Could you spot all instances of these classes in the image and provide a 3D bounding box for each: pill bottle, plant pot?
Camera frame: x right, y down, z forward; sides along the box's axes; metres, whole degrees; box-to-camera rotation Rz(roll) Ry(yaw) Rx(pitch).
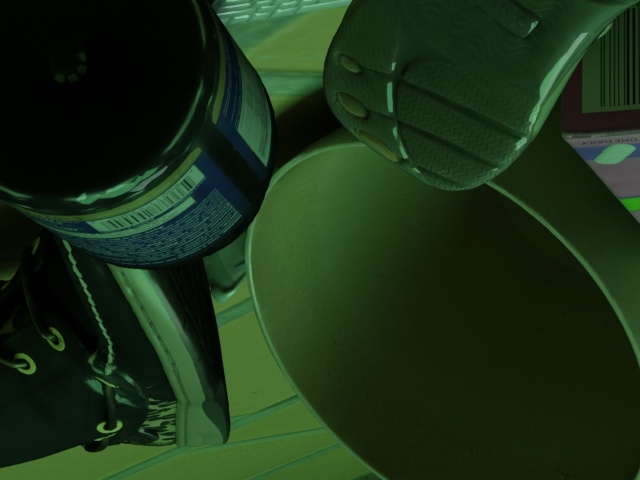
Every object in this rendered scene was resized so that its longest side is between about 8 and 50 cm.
[{"bbox_3d":[-0.086,-0.053,0.876,0.122,0.123,0.219,-17,168,5],"label":"pill bottle"},{"bbox_3d":[0.123,0.014,1.214,0.191,0.284,0.284,-43,-173,-39],"label":"plant pot"}]

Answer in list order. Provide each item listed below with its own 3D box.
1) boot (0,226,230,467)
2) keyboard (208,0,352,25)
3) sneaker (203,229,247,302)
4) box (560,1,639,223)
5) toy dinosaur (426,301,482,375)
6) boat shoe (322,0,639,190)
[{"bbox_3d":[-0.208,0.058,1.180,0.284,0.138,0.377,-10,160,-1],"label":"boot"},{"bbox_3d":[0.064,-0.137,0.962,0.256,0.014,0.072,-12,167,-19],"label":"keyboard"},{"bbox_3d":[0.000,0.000,1.334,0.190,0.083,0.071,-14,166,-18],"label":"sneaker"},{"bbox_3d":[0.254,-0.077,0.975,0.213,0.117,0.243,-3,164,22],"label":"box"},{"bbox_3d":[0.203,-0.004,1.399,0.313,0.160,0.121,-14,168,-6],"label":"toy dinosaur"},{"bbox_3d":[0.108,-0.149,0.780,0.116,0.123,0.324,-50,-177,-40],"label":"boat shoe"}]
